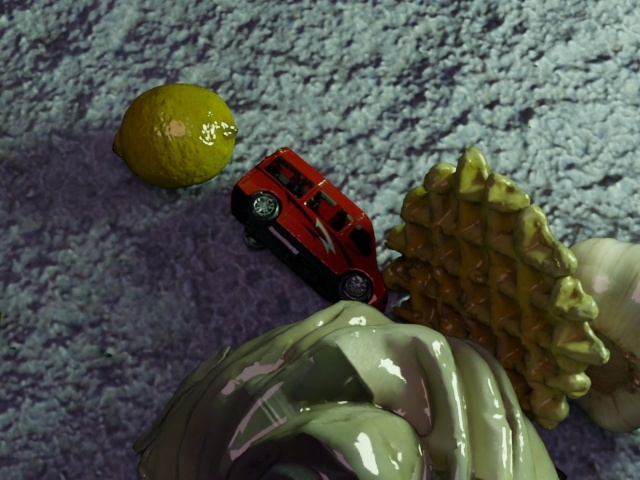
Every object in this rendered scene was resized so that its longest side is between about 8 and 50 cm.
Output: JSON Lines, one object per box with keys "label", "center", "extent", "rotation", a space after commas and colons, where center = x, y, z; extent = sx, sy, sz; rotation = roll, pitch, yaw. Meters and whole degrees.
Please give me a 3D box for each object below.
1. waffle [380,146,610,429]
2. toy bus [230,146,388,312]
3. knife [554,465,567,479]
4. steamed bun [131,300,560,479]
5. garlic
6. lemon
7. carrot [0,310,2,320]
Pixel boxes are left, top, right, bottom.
{"label": "waffle", "center": [0.159, 0.054, 1.123], "extent": [0.056, 0.250, 0.261], "rotation": [-18, 70, -32]}
{"label": "toy bus", "center": [0.000, 0.000, 1.213], "extent": [0.195, 0.081, 0.089], "rotation": [42, 68, 11]}
{"label": "knife", "center": [0.167, 0.196, 1.192], "extent": [0.170, 0.010, 0.023], "rotation": [30, 69, 10]}
{"label": "steamed bun", "center": [0.012, 0.222, 1.039], "extent": [0.394, 0.237, 0.347], "rotation": [1, 80, 10]}
{"label": "garlic", "center": [0.320, 0.062, 1.164], "extent": [0.199, 0.199, 0.226], "rotation": [45, 49, 11]}
{"label": "lemon", "center": [-0.147, -0.106, 1.224], "extent": [0.133, 0.109, 0.109], "rotation": [-7, 74, 4]}
{"label": "carrot", "center": [-0.429, 0.048, 1.197], "extent": [0.228, 0.069, 0.069], "rotation": [21, 74, 6]}
